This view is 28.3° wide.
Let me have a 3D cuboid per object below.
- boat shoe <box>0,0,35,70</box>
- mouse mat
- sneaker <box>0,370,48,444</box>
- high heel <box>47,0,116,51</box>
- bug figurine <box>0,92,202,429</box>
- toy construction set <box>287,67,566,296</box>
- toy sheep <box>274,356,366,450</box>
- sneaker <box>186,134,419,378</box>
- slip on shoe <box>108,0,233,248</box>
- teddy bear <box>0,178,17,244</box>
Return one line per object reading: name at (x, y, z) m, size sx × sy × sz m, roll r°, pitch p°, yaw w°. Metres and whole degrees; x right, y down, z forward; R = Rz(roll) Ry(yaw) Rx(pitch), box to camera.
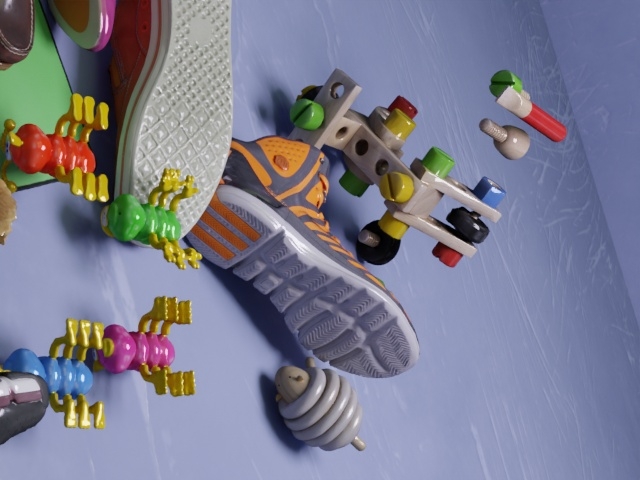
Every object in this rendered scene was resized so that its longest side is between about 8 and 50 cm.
boat shoe at (-0.280, -0.251, 1.084) m, size 0.073 × 0.073 × 0.207 m, roll 2°, pitch 70°, yaw -65°
mouse mat at (-0.269, -0.139, 1.119) m, size 0.152 × 0.007 × 0.190 m, roll -23°, pitch 95°, yaw -63°
sneaker at (-0.284, 0.178, 0.812) m, size 0.281 × 0.106 × 0.162 m, roll -7°, pitch 86°, yaw -53°
high heel at (-0.211, -0.280, 1.236) m, size 0.117 × 0.082 × 0.244 m, roll 12°, pitch 50°, yaw -49°
bug figurine at (-0.191, 0.029, 1.079) m, size 0.216 × 0.072 × 0.279 m, roll 20°, pitch 63°, yaw -51°
toy construction set at (0.103, -0.113, 1.509) m, size 0.237 × 0.309 × 0.257 m, roll 25°, pitch 45°, yaw -49°
toy sheep at (0.003, 0.179, 1.348) m, size 0.132 × 0.091 × 0.091 m, roll 39°, pitch 38°, yaw -18°
sneaker at (0.000, 0.000, 1.370) m, size 0.321 × 0.124 × 0.180 m, roll 45°, pitch 35°, yaw -24°
slip on shoe at (-0.156, -0.152, 1.240) m, size 0.123 × 0.101 × 0.331 m, roll 15°, pitch 73°, yaw -45°
teddy bear at (-0.339, -0.092, 0.785) m, size 0.338 × 0.113 × 0.245 m, roll 39°, pitch 51°, yaw -10°
